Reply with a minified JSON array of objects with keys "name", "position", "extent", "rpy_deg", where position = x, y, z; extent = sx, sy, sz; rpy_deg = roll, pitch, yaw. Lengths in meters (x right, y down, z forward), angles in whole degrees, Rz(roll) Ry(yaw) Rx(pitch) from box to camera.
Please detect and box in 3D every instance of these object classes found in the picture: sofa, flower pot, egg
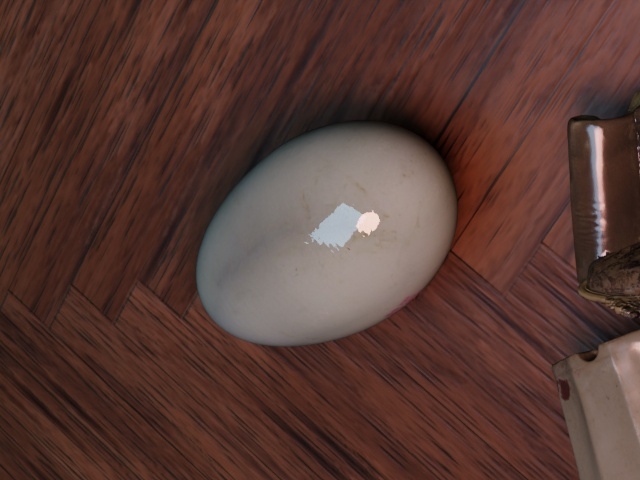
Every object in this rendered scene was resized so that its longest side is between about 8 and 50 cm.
[{"name":"sofa","position":[0.359,-0.039,1.615],"extent":[0.258,0.182,0.200],"rpy_deg":[11,110,50]},{"name":"flower pot","position":[0.364,0.219,1.690],"extent":[0.290,0.290,0.259],"rpy_deg":[-27,78,35]},{"name":"egg","position":[0.000,0.000,1.860],"extent":[0.371,0.230,0.230],"rpy_deg":[-33,85,42]}]
